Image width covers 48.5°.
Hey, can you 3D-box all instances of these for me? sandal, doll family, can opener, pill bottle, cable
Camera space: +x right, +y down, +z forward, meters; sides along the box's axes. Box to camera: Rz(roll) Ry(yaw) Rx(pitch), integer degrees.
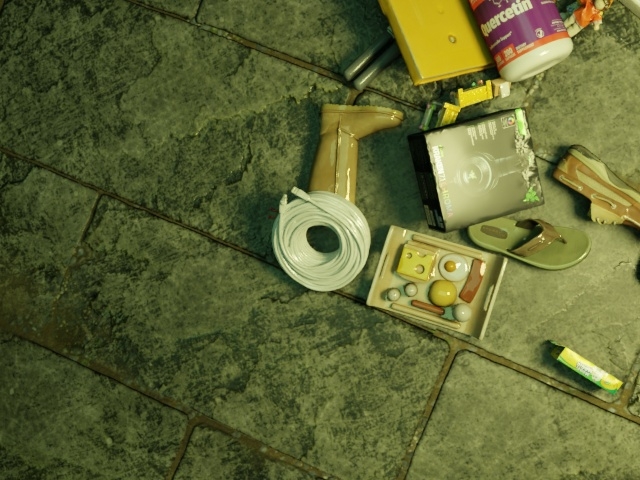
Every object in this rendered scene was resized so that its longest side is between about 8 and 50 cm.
[{"bbox_3d":[0.515,-0.005,1.764,0.303,0.086,0.120,11,68,11],"label":"sandal"},{"bbox_3d":[0.636,-0.632,1.741,0.163,0.118,0.262,-36,78,48],"label":"doll family"},{"bbox_3d":[0.177,-0.512,1.837,0.283,0.095,0.076,-44,82,0],"label":"can opener"},{"bbox_3d":[0.469,-0.563,1.729,0.182,0.181,0.322,-24,87,8],"label":"pill bottle"},{"bbox_3d":[0.000,0.000,1.829,0.257,0.089,0.257,22,116,5],"label":"cable"}]

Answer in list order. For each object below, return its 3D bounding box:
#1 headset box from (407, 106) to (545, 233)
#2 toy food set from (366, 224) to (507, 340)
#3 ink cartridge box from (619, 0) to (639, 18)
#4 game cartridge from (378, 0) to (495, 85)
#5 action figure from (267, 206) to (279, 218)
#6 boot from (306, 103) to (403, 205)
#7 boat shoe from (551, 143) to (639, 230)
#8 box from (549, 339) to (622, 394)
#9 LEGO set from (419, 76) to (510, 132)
[{"bbox_3d":[0.385,-0.174,1.726,0.283,0.131,0.246,-15,99,-10],"label":"headset box"},{"bbox_3d":[0.294,0.105,1.811,0.306,0.092,0.219,17,92,9],"label":"toy food set"},{"bbox_3d":[0.806,-0.726,1.753,0.261,0.066,0.296,-45,83,6],"label":"ink cartridge box"},{"bbox_3d":[0.285,-0.561,1.768,0.285,0.053,0.323,-19,84,-30],"label":"game cartridge"},{"bbox_3d":[-0.083,-0.061,1.909,0.115,0.030,0.038,13,86,7],"label":"action figure"},{"bbox_3d":[0.089,-0.214,1.858,0.236,0.089,0.269,6,90,20],"label":"boot"},{"bbox_3d":[0.707,-0.094,1.735,0.120,0.123,0.324,-49,68,16],"label":"boat shoe"},{"bbox_3d":[0.640,0.306,1.746,0.179,0.105,0.043,34,94,9],"label":"box"},{"bbox_3d":[0.350,-0.336,1.825,0.132,0.107,0.287,38,91,-27],"label":"LEGO set"}]
